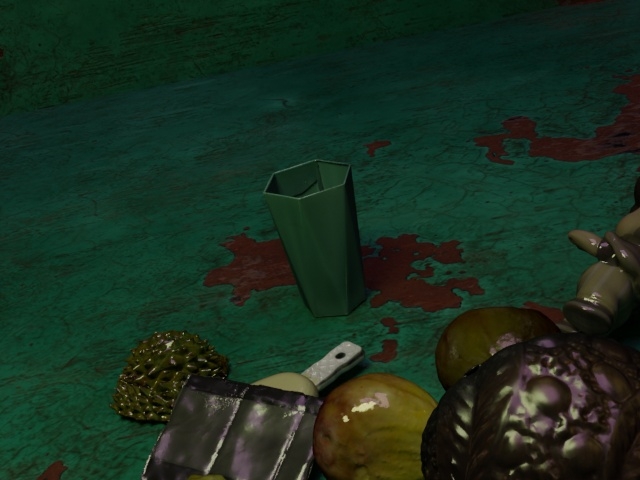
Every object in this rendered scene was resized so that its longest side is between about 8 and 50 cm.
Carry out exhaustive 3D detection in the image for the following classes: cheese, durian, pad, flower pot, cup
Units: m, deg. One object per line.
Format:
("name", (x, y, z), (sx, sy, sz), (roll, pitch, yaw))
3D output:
("cheese", (-0.031, 0.210, 1.209), (0.235, 0.050, 0.127), (-32, 33, -35))
("durian", (-0.228, 0.191, 1.253), (0.186, 0.108, 0.119), (-14, 27, -6))
("pad", (-0.109, 0.262, 1.108), (0.233, 0.022, 0.174), (5, 52, 26))
("flower pot", (0.253, 0.265, 0.797), (0.266, 0.267, 0.267), (-13, 38, -4))
("cup", (0.000, 0.000, 1.401), (0.134, 0.236, 0.148), (-3, 31, 16))

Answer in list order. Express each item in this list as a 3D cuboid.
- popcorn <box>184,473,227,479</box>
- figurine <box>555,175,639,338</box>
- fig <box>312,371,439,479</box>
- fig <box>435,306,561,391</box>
("popcorn", (-0.088, 0.355, 0.832), (0.285, 0.174, 0.225), (6, 45, 9))
("figurine", (0.489, 0.018, 1.226), (0.380, 0.248, 0.203), (-35, 39, -17))
("fig", (0.123, 0.231, 0.992), (0.257, 0.159, 0.159), (-3, 28, 23))
("fig", (0.224, 0.157, 1.045), (0.170, 0.146, 0.274), (-2, 4, 9))
